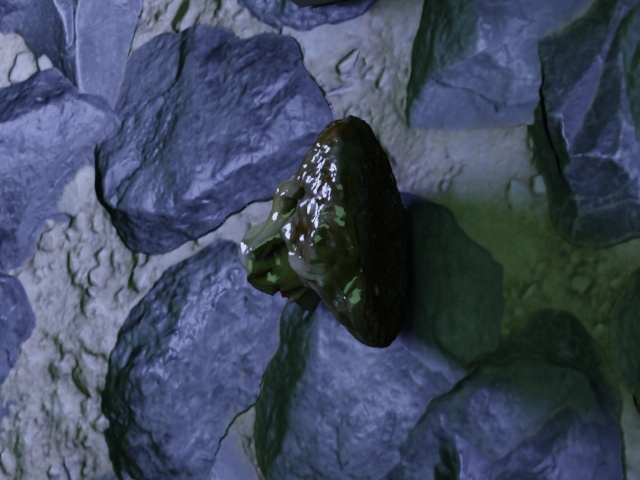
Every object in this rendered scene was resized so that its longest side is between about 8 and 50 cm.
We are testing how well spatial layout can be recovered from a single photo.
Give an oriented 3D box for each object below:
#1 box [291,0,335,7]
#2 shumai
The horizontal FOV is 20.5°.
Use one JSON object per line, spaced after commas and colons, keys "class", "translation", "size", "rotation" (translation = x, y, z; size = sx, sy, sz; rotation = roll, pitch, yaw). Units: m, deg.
{"class": "box", "translation": [0.078, -0.296, 1.603], "size": [0.365, 0.204, 0.051], "rotation": [-5, 72, 33]}
{"class": "shumai", "translation": [0.000, 0.000, 1.598], "size": [0.153, 0.161, 0.209], "rotation": [-11, 88, 28]}
